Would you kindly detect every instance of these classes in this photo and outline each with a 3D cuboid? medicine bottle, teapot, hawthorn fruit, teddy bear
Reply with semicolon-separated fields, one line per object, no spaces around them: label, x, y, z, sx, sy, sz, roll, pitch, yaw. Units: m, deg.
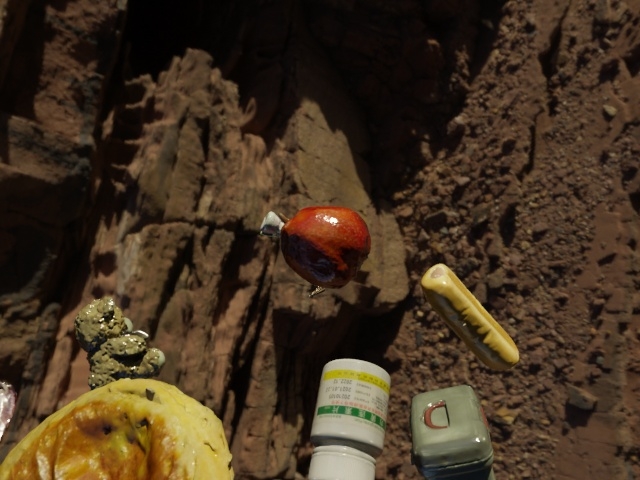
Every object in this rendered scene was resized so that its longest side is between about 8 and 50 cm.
medicine bottle;0.081;0.532;1.537;0.208;0.208;0.339;-37;32;47
teapot;-0.137;-0.037;1.556;0.083;0.064;0.064;-51;17;39
hawthorn fruit;0.011;0.010;1.083;0.179;0.173;0.173;5;76;20
teddy bear;-0.569;0.282;1.461;0.267;0.156;0.255;-29;77;34

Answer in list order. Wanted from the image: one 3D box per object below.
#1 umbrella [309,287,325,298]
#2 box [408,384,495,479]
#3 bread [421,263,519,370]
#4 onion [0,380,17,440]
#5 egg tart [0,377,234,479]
umbrella;-0.008;0.170;1.820;0.020;0.083;0.031;36;133;27
box;0.244;0.377;1.005;0.210;0.148;0.129;-65;-41;-73
bread;0.359;0.193;1.311;0.091;0.305;0.142;-38;11;23
onion;-0.797;0.396;1.056;0.280;0.315;0.146;-83;15;-47
egg tart;-0.284;0.411;0.739;0.444;0.178;0.442;-16;49;19
